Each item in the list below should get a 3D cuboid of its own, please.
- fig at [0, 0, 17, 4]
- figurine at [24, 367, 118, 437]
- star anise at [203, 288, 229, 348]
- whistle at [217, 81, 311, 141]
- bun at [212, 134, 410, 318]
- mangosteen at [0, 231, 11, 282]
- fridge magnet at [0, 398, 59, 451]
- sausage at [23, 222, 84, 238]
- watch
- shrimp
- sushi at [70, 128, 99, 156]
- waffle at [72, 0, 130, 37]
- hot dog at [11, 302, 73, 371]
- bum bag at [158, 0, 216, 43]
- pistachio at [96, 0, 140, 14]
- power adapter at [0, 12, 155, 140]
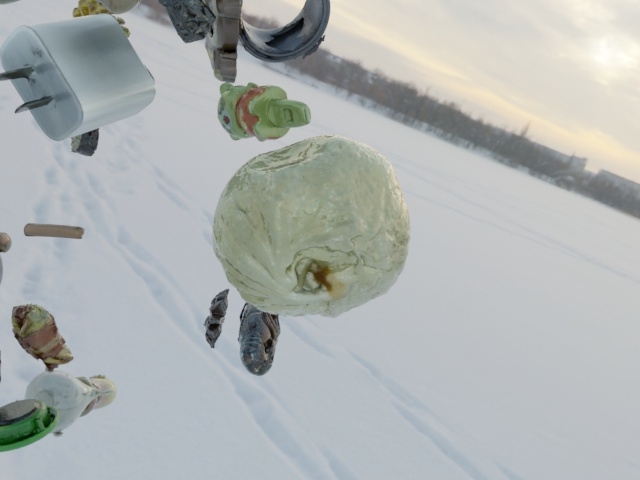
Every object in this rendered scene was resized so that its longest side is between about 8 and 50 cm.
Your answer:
[{"bbox_3d":[-0.831,-0.701,1.631,0.166,0.154,0.144,13,-8,-4],"label":"fig"},{"bbox_3d":[-0.792,0.526,2.084,0.275,0.226,0.394,-9,-11,10],"label":"figurine"},{"bbox_3d":[-0.341,0.247,1.997,0.065,0.195,0.182,13,31,-8],"label":"star anise"},{"bbox_3d":[-0.129,-0.271,1.317,0.106,0.131,0.288,-27,28,-37],"label":"whistle"},{"bbox_3d":[0.000,0.000,1.065,0.352,0.349,0.227,39,17,-38],"label":"bun"},{"bbox_3d":[-0.900,0.044,1.490,0.288,0.288,0.288,22,13,-5],"label":"mangosteen"},{"bbox_3d":[-0.799,0.486,1.628,0.208,0.088,0.208,-7,14,2],"label":"fridge magnet"},{"bbox_3d":[-0.476,-0.016,1.106,0.116,0.026,0.026,4,9,14],"label":"sausage"},{"bbox_3d":[-0.152,-0.635,1.723,0.327,0.335,0.314,-8,47,-16],"label":"watch"},{"bbox_3d":[-0.204,0.282,1.933,0.137,0.172,0.372,43,24,-19],"label":"shrimp"},{"bbox_3d":[-0.779,-0.358,2.049,0.078,0.150,0.091,15,-13,-40],"label":"sushi"},{"bbox_3d":[-0.594,-0.556,1.677,0.219,0.229,0.057,-12,5,42],"label":"waffle"},{"bbox_3d":[-0.761,0.264,1.664,0.146,0.213,0.103,2,31,39],"label":"hot dog"},{"bbox_3d":[-0.356,-0.610,1.524,0.248,0.102,0.069,56,14,-28],"label":"bum bag"},{"bbox_3d":[-0.456,-0.620,1.395,0.130,0.206,0.131,5,30,-28],"label":"pistachio"},{"bbox_3d":[-0.442,-0.282,1.081,0.187,0.124,0.255,59,37,-9],"label":"power adapter"}]
